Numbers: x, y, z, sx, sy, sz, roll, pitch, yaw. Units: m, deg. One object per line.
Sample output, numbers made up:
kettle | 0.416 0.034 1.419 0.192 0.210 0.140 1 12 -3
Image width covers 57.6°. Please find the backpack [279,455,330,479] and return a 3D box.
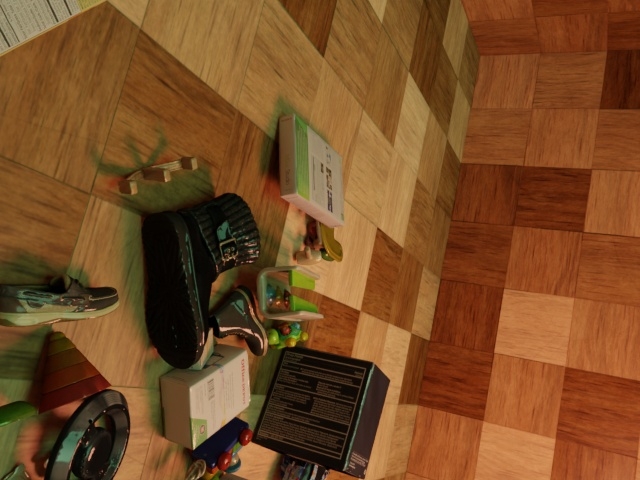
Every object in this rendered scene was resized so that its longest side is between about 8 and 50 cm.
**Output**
backpack | -0.062 0.723 1.770 0.173 0.116 0.158 -59 144 -40

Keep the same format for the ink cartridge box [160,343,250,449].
ink cartridge box | -0.259 0.350 1.339 0.212 0.093 0.154 -24 117 -57

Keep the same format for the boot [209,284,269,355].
boot | -0.210 0.229 1.441 0.137 0.076 0.198 -40 118 -47

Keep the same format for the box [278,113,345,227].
box | -0.019 -0.187 1.660 0.322 0.058 0.232 32 53 -62

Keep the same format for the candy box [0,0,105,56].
candy box | -0.410 -0.339 0.795 0.316 0.182 0.088 -57 142 -41

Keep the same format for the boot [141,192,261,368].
boot | -0.242 0.079 1.267 0.260 0.131 0.348 -20 113 -60

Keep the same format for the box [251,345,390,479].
box | 0.010 0.482 1.660 0.183 0.296 0.294 51 52 -53

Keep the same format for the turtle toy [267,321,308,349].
turtle toy | -0.104 0.266 1.631 0.130 0.095 0.066 -16 88 -46

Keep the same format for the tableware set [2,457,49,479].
tableware set | -0.484 0.445 1.009 0.141 0.020 0.169 -32 123 -57

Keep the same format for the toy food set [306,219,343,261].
toy food set | 0.000 0.000 1.794 0.218 0.071 0.128 41 36 -60

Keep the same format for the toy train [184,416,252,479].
toy train | -0.265 0.541 1.378 0.248 0.105 0.143 -39 143 -53

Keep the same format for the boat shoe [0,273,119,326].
boat shoe | -0.428 0.093 0.971 0.223 0.080 0.073 -5 106 -57

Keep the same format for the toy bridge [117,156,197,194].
toy bridge | -0.322 -0.130 1.139 0.188 0.063 0.026 -37 128 -53

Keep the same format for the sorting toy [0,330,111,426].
sorting toy | -0.493 0.224 0.886 0.365 0.127 0.126 -8 76 -61

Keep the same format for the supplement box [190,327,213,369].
supplement box | -0.273 0.242 1.315 0.098 0.036 0.062 -64 154 -76

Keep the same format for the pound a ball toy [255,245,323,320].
pound a ball toy | -0.083 0.112 1.575 0.319 0.135 0.208 38 46 -76

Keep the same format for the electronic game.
electronic game | -0.418 0.385 1.059 0.229 0.048 0.229 13 90 -77

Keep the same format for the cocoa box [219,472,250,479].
cocoa box | -0.226 0.752 1.340 0.347 0.231 0.228 -23 117 -59
